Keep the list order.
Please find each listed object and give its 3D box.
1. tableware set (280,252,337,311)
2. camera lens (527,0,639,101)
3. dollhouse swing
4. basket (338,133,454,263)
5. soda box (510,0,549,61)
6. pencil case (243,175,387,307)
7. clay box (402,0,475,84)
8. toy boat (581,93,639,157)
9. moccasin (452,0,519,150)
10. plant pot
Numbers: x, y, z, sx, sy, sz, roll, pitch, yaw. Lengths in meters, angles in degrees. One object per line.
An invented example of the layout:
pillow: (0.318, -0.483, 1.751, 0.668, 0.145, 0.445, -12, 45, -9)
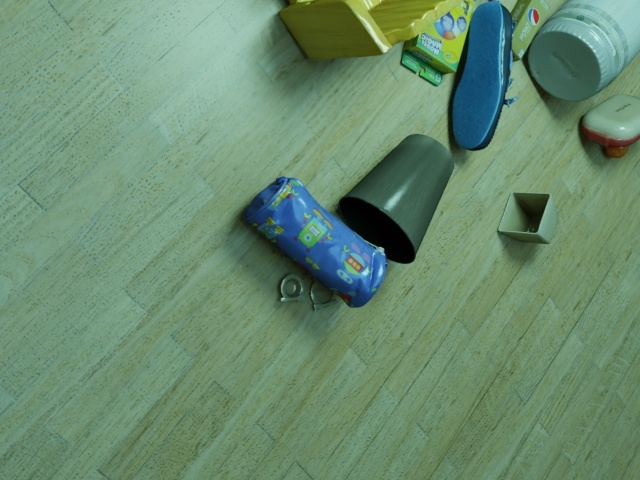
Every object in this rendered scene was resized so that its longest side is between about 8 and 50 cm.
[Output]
tableware set: (-0.020, 0.059, 1.514, 0.141, 0.020, 0.169, 4, 87, -32)
camera lens: (0.671, -0.499, 1.843, 0.274, 0.219, 0.219, -43, 111, -26)
dollhouse swing: (0.089, -0.572, 1.455, 0.347, 0.315, 0.305, -39, 120, -26)
basket: (0.173, -0.103, 1.568, 0.204, 0.154, 0.227, 45, 63, -21)
soda box: (0.486, -0.518, 1.820, 0.058, 0.061, 0.181, 41, 69, -25)
pencil case: (0.000, 0.000, 1.448, 0.306, 0.119, 0.133, 39, 93, -18)
clay box: (0.268, -0.476, 1.686, 0.127, 0.053, 0.222, 23, 77, -30)
toy boat: (0.798, -0.289, 1.988, 0.231, 0.151, 0.151, -29, 134, -29)
moccasin: (0.398, -0.369, 1.709, 0.116, 0.137, 0.342, 10, 94, -49)
plant pot: (0.514, -0.046, 1.810, 0.096, 0.109, 0.109, 36, 70, -39)
